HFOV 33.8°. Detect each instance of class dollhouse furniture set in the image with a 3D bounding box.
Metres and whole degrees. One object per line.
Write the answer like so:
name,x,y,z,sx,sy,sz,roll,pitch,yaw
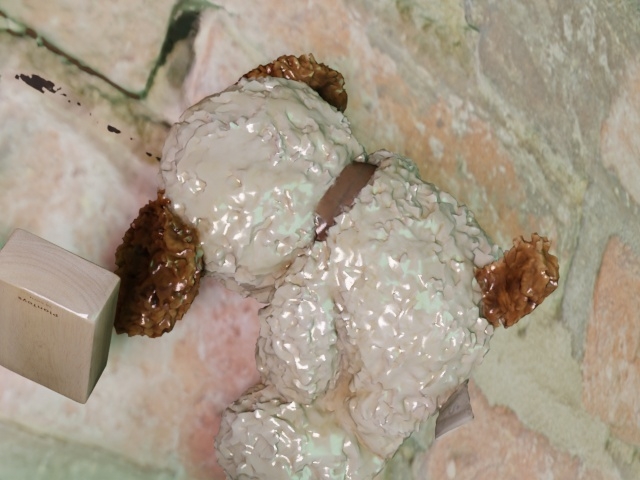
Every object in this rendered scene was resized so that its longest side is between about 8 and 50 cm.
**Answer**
dollhouse furniture set,-0.149,-0.028,0.501,0.151,0.144,0.123,26,60,-1

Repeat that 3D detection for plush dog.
plush dog,0.000,0.000,0.641,0.225,0.210,0.262,38,54,-5
